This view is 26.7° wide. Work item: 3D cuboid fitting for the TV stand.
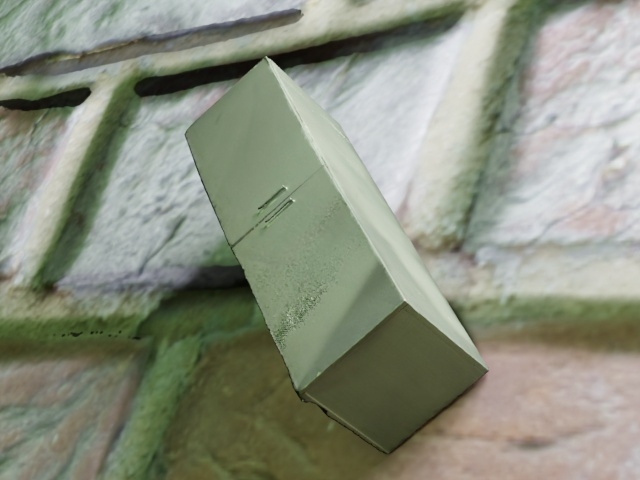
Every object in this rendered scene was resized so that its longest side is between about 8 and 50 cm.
[{"bbox_3d":[0.000,0.000,0.820,0.083,0.088,0.269,-41,38,10],"label":"TV stand"}]
